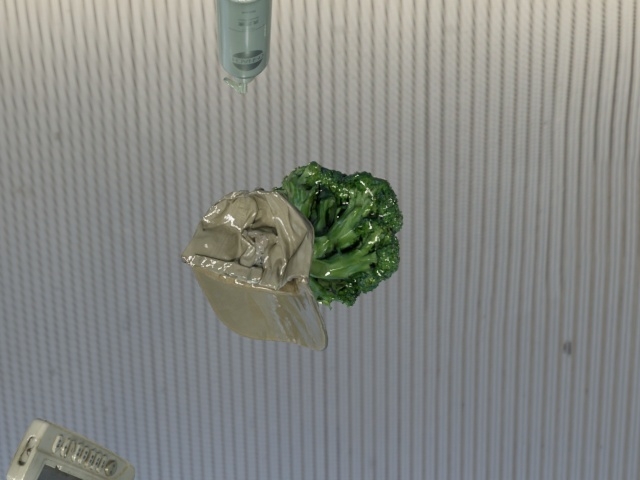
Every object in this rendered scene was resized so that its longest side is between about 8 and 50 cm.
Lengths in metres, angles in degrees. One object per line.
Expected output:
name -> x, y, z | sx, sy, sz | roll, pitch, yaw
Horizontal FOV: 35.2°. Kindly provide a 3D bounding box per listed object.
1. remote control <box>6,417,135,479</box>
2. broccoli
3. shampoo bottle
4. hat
remote control -> -0.333, 0.309, 1.359 | 0.049, 0.230, 0.090 | 15, 71, 28
broccoli -> 0.000, 0.000, 1.722 | 0.295, 0.245, 0.265 | -10, 100, 19
shampoo bottle -> -0.077, -0.204, 1.020 | 0.056, 0.195, 0.056 | 1, 66, -3
hat -> -0.072, 0.044, 1.494 | 0.214, 0.149, 0.244 | 9, 152, 26
